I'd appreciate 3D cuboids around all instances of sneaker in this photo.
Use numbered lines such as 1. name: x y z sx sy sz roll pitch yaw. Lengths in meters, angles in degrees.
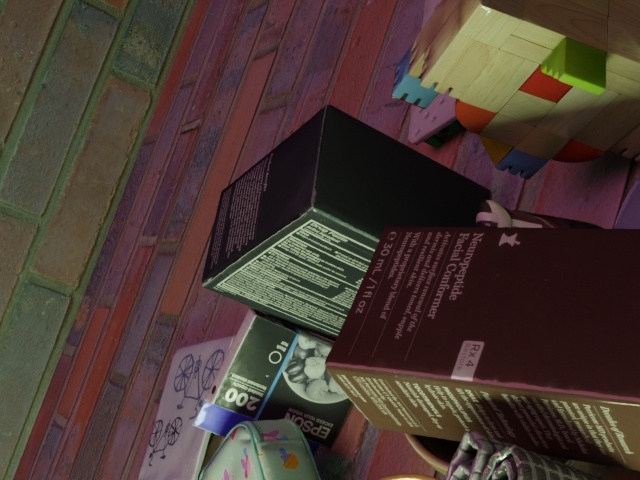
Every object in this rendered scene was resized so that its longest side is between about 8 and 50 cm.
1. sneaker: 0.263 0.019 1.169 0.281 0.162 0.107 4 -84 -80

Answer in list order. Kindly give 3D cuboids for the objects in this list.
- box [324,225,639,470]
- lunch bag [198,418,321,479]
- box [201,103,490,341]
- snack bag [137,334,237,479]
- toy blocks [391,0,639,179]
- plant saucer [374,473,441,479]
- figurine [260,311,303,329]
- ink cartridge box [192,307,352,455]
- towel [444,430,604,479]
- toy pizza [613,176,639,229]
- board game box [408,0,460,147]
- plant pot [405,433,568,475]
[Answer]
1. box: 0.213 0.098 0.949 0.381 0.143 0.191 2 53 35
2. lunch bag: -0.081 0.418 1.391 0.224 0.107 0.279 -53 44 36
3. box: 0.039 -0.005 1.388 0.294 0.296 0.183 -32 42 48
4. snack bag: -0.268 0.364 1.964 0.323 0.037 0.343 -20 51 57
5. toy blocks: 0.253 -0.176 1.101 0.261 0.381 0.191 127 156 -59
6. plant saucer: 0.100 0.372 1.135 0.199 0.037 0.200 -9 49 10
7. figurine: -0.071 0.145 1.600 0.215 0.092 0.209 -53 -3 28
8. ink cartridge box: -0.058 0.235 1.473 0.208 0.206 0.045 -63 18 8
9. towel: 0.190 0.341 0.875 0.121 0.235 0.284 10 77 58
10. toy pizza: 0.390 -0.015 1.023 0.201 0.032 0.201 -45 32 39
11. board game box: 0.291 -0.375 1.500 0.390 0.050 0.390 -31 43 51
12. plant pot: 0.213 0.175 1.066 0.237 0.110 0.237 -21 41 20
